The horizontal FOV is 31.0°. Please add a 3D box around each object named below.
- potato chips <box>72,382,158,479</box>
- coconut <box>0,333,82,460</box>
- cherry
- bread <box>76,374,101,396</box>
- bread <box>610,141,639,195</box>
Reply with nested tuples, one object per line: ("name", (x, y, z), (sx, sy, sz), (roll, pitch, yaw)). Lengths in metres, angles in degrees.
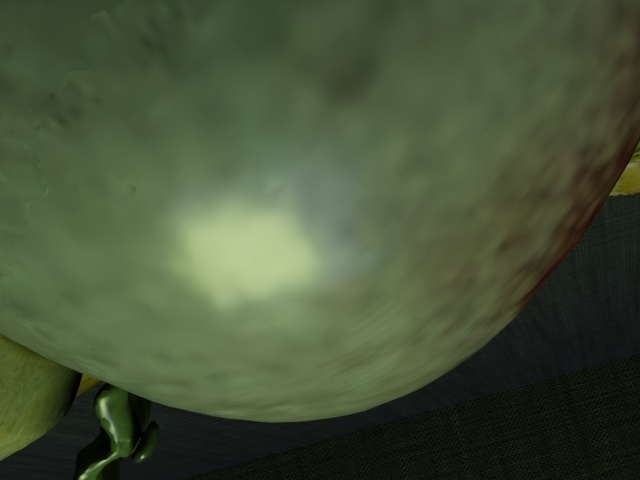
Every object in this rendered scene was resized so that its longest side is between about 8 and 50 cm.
("potato chips", (-0.094, 0.032, 0.809), (0.097, 0.373, 0.389), (30, 152, 1))
("coconut", (-0.292, 0.064, 0.801), (0.230, 0.227, 0.227), (-29, 158, 21))
("cherry", (-0.025, -0.091, 0.450), (0.326, 0.291, 0.335), (8, 136, -27))
("bread", (-0.245, 0.096, 1.158), (0.233, 0.088, 0.161), (-26, 164, 27))
("bread", (0.210, -0.094, 0.846), (0.149, 0.122, 0.073), (-16, 166, 10))
